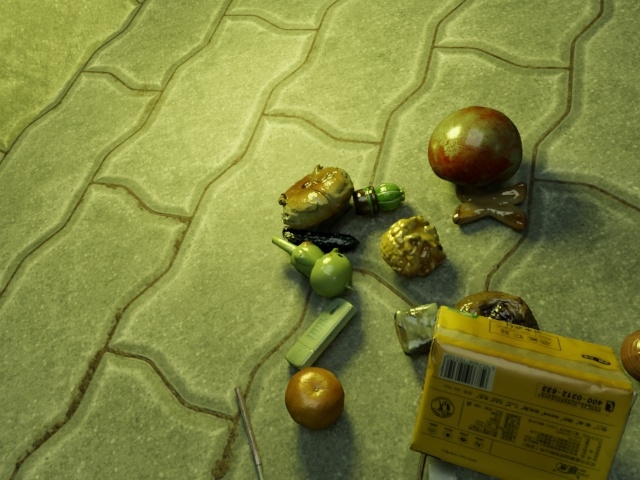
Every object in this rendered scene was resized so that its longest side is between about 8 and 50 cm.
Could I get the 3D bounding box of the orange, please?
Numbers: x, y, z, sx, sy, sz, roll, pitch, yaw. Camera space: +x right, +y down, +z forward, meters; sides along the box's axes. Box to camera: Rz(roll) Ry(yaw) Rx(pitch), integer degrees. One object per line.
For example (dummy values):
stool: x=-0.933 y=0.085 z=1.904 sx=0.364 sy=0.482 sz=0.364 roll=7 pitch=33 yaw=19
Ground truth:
orange: x=-0.016 y=0.402 z=1.250 sx=0.154 sy=0.134 sz=0.155 roll=7 pitch=50 yaw=-8

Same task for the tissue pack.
tissue pack: x=0.411 y=0.342 z=1.062 sx=0.381 sy=0.228 sz=0.294 roll=12 pitch=105 yaw=18

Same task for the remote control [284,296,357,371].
remote control: x=0.001 y=0.256 z=1.358 sx=0.233 sy=0.038 sz=0.098 roll=-48 pitch=29 yaw=-16

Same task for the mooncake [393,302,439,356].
mooncake: x=0.264 y=0.241 z=1.306 sx=0.125 sy=0.073 sz=0.130 roll=-13 pitch=56 yaw=9

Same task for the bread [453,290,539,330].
bread: x=0.440 y=0.226 z=1.248 sx=0.229 sy=0.123 sz=0.230 roll=-7 pitch=56 yaw=10

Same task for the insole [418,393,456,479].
insole: x=0.285 y=0.483 z=1.194 sx=0.081 sy=0.011 sz=0.248 roll=-6 pitch=58 yaw=11

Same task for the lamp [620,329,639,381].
lamp: x=0.772 y=0.270 z=1.139 sx=0.136 sy=0.136 sz=0.137 roll=-6 pitch=59 yaw=10

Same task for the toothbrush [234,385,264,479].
toothbrush: x=-0.161 y=0.536 z=1.259 sx=0.029 sy=0.024 sz=0.354 roll=-21 pitch=58 yaw=-6

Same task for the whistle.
whistle: x=-0.013 y=0.054 z=1.438 sx=0.141 sy=0.141 sz=0.294 roll=-39 pitch=65 yaw=-11

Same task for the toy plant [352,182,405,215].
toy plant: x=0.183 y=-0.130 z=1.533 sx=0.162 sy=0.093 sz=0.093 roll=-11 pitch=58 yaw=3

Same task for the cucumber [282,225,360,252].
cucumber: x=-0.001 y=0.003 z=1.515 sx=0.244 sy=0.067 sz=0.067 roll=8 pitch=62 yaw=16

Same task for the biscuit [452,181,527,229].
biscuit: x=0.505 y=-0.108 z=1.472 sx=0.207 sy=0.047 sz=0.165 roll=6 pitch=62 yaw=16

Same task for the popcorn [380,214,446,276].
popcorn: x=0.261 y=0.019 z=1.403 sx=0.180 sy=0.180 sz=0.170 roll=-48 pitch=23 yaw=-16

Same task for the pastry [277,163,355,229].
pastry: x=-0.015 y=-0.141 z=1.519 sx=0.235 sy=0.121 sz=0.257 roll=-26 pitch=23 yaw=11

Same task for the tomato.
tomato: x=0.453 y=-0.282 z=1.453 sx=0.269 sy=0.223 sz=0.270 roll=-3 pitch=15 yaw=1
